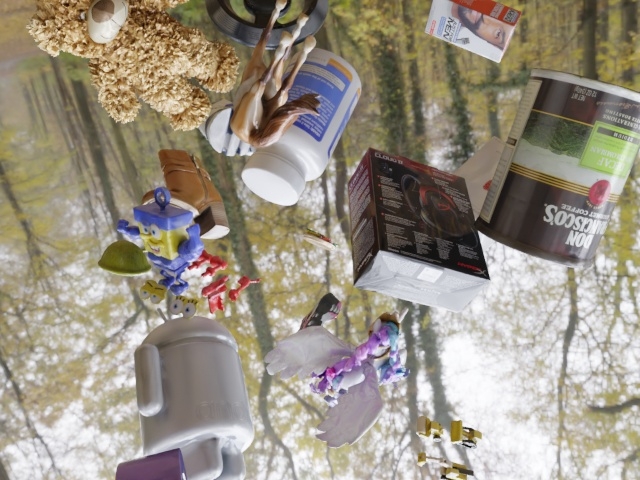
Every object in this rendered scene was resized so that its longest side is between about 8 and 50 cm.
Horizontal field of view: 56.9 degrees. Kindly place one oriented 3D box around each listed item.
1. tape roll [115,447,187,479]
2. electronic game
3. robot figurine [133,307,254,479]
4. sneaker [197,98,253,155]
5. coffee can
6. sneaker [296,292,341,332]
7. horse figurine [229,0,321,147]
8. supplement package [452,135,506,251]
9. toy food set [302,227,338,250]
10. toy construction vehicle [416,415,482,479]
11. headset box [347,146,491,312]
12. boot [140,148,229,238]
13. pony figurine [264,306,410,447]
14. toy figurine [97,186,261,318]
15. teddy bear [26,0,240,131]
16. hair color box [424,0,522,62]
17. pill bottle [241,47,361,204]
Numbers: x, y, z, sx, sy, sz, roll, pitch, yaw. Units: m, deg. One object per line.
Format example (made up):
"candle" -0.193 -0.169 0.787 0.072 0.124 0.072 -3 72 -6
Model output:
"tape roll" -0.203 0.369 0.750 0.080 0.189 0.189 -9 -160 -14
"electronic game" -0.099 -0.447 1.098 0.229 0.229 0.048 -17 158 -14
"robot figurine" -0.241 0.292 1.118 0.199 0.300 0.354 -26 -125 11
"sneaker" -0.162 -0.259 1.375 0.315 0.128 0.182 9 -161 -44
"coffee can" 0.395 -0.119 0.970 0.201 0.276 0.201 15 -164 -4
"sneaker" -0.015 0.216 1.666 0.077 0.072 0.178 -25 -166 49
"horse figurine" -0.062 -0.181 0.707 0.066 0.174 0.263 19 -150 -20
"supplement package" 0.454 -0.116 1.639 0.177 0.175 0.293 37 -118 24
"toy food set" 0.000 0.000 1.288 0.083 0.020 0.082 23 172 7
"toy construction vehicle" 0.177 0.279 0.798 0.098 0.035 0.086 25 -131 -11
"headset box" 0.171 -0.034 1.099 0.218 0.110 0.293 15 -134 -18
"boot" -0.328 -0.129 1.359 0.109 0.220 0.283 -33 158 23
"pony figurine" 0.080 0.328 1.489 0.351 0.363 0.303 -35 -114 -14
"toy figurine" -0.306 -0.017 1.191 0.362 0.217 0.191 18 -147 36
"teddy bear" -0.258 -0.288 0.899 0.245 0.338 0.113 -34 -124 -1
"hair color box" 0.300 -0.433 1.172 0.167 0.093 0.053 26 -120 12
"pill bottle" -0.039 -0.207 1.094 0.152 0.152 0.272 6 -119 39
